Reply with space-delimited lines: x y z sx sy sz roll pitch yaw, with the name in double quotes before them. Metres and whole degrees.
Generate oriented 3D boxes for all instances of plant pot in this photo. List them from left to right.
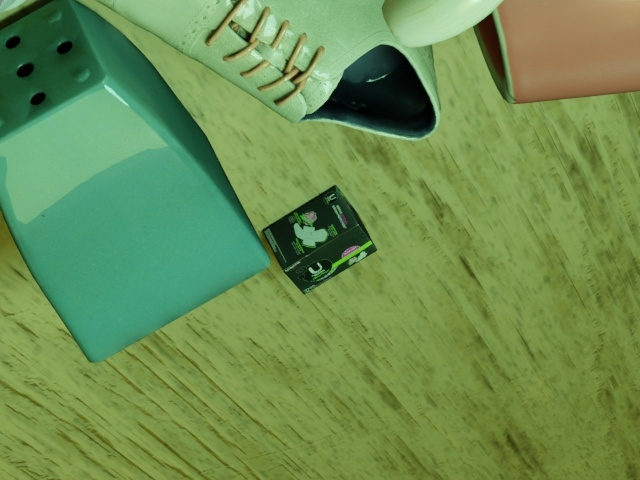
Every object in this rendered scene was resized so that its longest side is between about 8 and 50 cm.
"plant pot" -0.176 -0.058 1.406 0.165 0.165 0.234 -30 142 1
"plant pot" 0.230 -0.231 1.402 0.243 0.275 0.275 -18 148 2

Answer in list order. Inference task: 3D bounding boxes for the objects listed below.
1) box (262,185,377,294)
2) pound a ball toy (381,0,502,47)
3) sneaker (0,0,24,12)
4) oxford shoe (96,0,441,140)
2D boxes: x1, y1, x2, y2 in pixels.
"box" 0.000 0.000 1.722 0.083 0.052 0.062 -31 149 6
"pound a ball toy" -0.045 -0.249 1.082 0.136 0.319 0.208 -38 148 16
"sneaker" -0.231 -0.215 1.146 0.252 0.103 0.111 87 28 -51
"oxford shoe" -0.041 -0.174 1.353 0.397 0.146 0.140 12 132 -45
